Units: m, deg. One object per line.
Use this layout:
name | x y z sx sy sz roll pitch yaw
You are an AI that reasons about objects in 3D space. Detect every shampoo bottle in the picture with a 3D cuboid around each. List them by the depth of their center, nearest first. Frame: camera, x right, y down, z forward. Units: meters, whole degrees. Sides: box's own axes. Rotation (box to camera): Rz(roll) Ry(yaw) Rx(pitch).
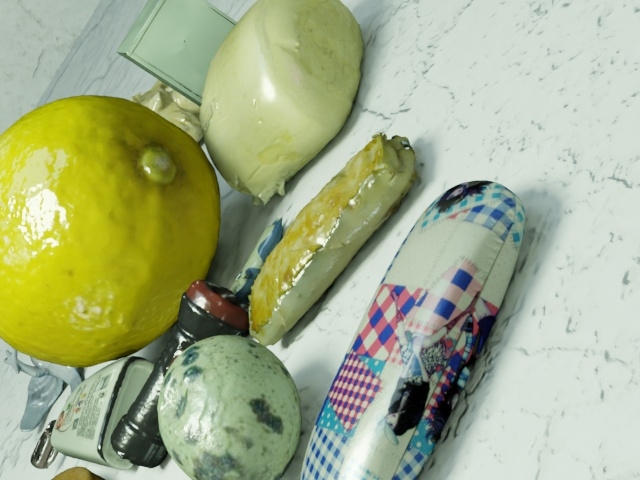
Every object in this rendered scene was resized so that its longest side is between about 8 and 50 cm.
shampoo bottle | -0.312 0.250 1.590 0.284 0.071 0.153 -28 40 53

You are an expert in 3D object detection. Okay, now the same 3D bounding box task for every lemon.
lemon | -0.284 -0.032 1.532 0.364 0.364 0.364 -44 27 30

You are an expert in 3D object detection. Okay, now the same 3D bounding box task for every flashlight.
flashlight | -0.169 0.161 1.393 0.232 0.093 0.093 -59 23 4

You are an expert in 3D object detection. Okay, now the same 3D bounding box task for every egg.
egg | -0.088 0.175 1.152 0.141 0.141 0.182 -49 34 19

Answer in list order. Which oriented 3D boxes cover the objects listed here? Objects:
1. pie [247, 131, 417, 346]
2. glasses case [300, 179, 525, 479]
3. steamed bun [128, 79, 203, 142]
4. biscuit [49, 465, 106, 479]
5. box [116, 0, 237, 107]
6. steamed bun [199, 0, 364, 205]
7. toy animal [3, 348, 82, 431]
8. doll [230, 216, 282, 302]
pie | 0.000 0.000 1.288 0.282 0.068 0.128 -52 23 23
glasses case | 0.077 0.094 1.005 0.327 0.076 0.125 -63 22 -13
steamed bun | -0.317 -0.165 2.028 0.292 0.137 0.295 -47 27 30
biscuit | -0.363 0.459 1.447 0.359 0.074 0.381 -35 29 47
box | -0.169 -0.271 1.747 0.129 0.225 0.086 -59 23 -2
steamed bun | -0.069 -0.201 1.540 0.232 0.166 0.273 -33 34 42
toy animal | -0.413 0.176 1.871 0.255 0.176 0.239 46 110 31
doll | -0.077 0.025 1.453 0.125 0.027 0.037 -64 17 -14
